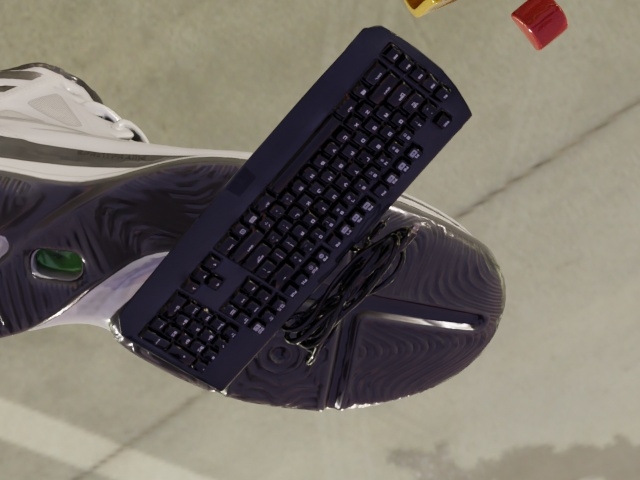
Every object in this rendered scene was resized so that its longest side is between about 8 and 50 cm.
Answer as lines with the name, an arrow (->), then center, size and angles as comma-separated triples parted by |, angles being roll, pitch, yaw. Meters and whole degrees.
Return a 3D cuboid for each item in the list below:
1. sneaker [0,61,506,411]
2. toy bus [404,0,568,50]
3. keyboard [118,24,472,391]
sneaker -> -0.104, -0.038, 0.878 | 0.448, 0.257, 0.169 | 9, 119, -4
toy bus -> 0.143, -0.257, 1.043 | 0.202, 0.191, 0.104 | 22, 177, -7
keyboard -> 0.000, 0.000, 0.604 | 0.100, 0.038, 0.192 | 31, 110, -32
